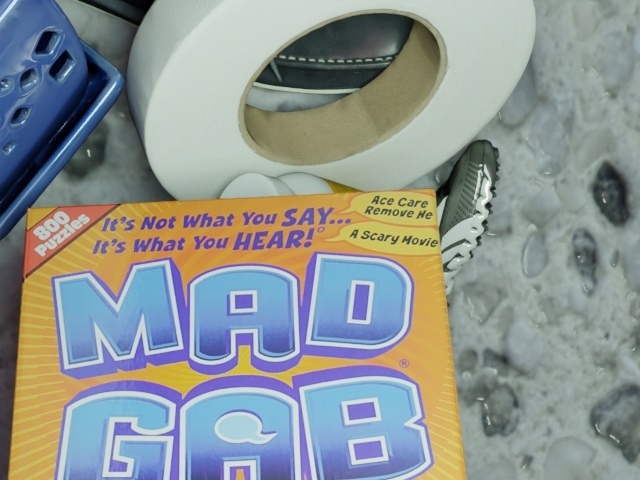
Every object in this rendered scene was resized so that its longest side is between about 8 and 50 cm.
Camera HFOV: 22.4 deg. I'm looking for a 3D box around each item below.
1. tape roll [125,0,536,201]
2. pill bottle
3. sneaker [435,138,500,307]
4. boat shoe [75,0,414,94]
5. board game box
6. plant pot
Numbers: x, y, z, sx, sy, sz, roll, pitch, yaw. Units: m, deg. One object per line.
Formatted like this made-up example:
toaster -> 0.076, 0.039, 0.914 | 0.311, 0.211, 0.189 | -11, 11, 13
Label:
tape roll -> 0.012, -0.163, 1.502 | 0.392, 0.072, 0.392 | -16, 146, -12
pill bottle -> 0.000, 0.000, 1.554 | 0.208, 0.117, 0.118 | 15, 96, -45
sneaker -> 0.106, -0.005, 1.655 | 0.106, 0.078, 0.234 | 18, 116, -7
boat shoe -> -0.096, -0.259, 1.543 | 0.500, 0.156, 0.187 | 17, 93, -18
board game box -> -0.065, 0.207, 1.417 | 0.356, 0.357, 0.356 | -3, 144, 0
plant pot -> -0.335, -0.146, 1.446 | 0.236, 0.236, 0.212 | -52, 146, 0
